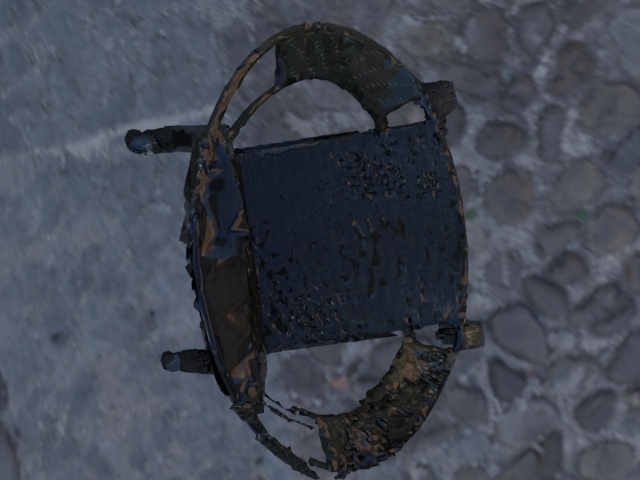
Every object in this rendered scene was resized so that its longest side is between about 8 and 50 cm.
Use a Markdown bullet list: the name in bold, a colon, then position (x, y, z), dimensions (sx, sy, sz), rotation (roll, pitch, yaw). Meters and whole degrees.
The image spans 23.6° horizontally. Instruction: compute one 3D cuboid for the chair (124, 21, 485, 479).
- **chair**: position (0.000, 0.000, 0.632), dimensions (0.149, 0.213, 0.174), rotation (-8, 95, -7)
